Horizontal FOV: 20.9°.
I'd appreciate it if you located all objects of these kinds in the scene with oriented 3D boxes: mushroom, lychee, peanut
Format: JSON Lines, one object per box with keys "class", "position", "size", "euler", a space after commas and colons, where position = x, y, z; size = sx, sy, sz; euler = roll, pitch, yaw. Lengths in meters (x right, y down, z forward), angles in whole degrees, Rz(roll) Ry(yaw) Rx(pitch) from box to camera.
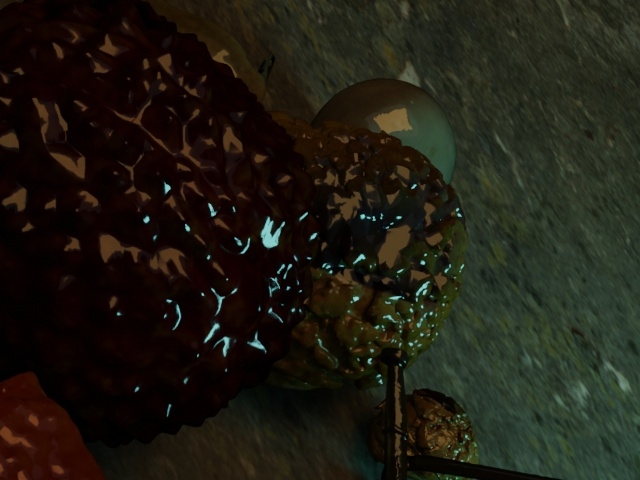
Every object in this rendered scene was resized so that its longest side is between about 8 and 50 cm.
{"class": "mushroom", "position": [0.058, -0.106, 2.132], "size": [0.204, 0.204, 0.204], "euler": [20, 47, -23]}
{"class": "lychee", "position": [-0.200, -0.001, 1.620], "size": [0.425, 0.500, 0.424], "euler": [-8, 47, 8]}
{"class": "peanut", "position": [-0.186, -0.224, 2.047], "size": [0.274, 0.111, 0.125], "euler": [32, 71, 17]}

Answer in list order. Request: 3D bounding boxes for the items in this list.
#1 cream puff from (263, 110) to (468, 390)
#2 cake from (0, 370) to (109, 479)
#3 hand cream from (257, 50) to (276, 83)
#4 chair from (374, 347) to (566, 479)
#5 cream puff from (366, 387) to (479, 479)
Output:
{"class": "cream puff", "position": [0.000, 0.000, 1.890], "size": [0.327, 0.231, 0.343], "euler": [-35, 94, -24]}
{"class": "cake", "position": [-0.302, 0.305, 1.410], "size": [0.270, 0.319, 0.269], "euler": [-29, 76, -45]}
{"class": "hand cream", "position": [-0.108, -0.127, 2.087], "size": [0.052, 0.075, 0.248], "euler": [45, 44, -16]}
{"class": "chair", "position": [0.195, 0.391, 1.669], "size": [0.365, 0.362, 0.410], "euler": [10, 61, 6]}
{"class": "cream puff", "position": [0.119, 0.220, 1.939], "size": [0.133, 0.104, 0.119], "euler": [33, 3, 31]}
